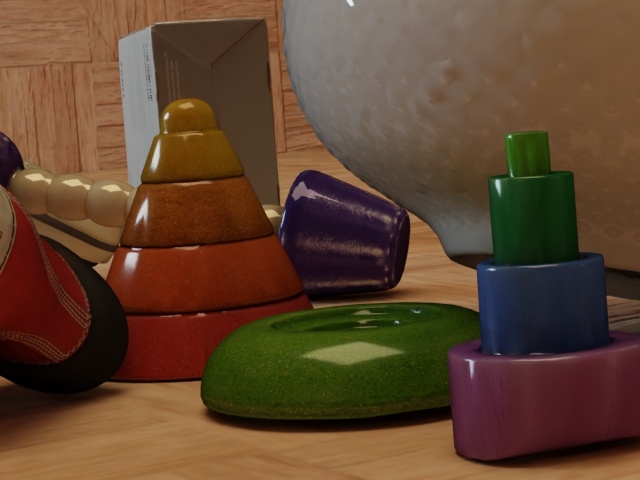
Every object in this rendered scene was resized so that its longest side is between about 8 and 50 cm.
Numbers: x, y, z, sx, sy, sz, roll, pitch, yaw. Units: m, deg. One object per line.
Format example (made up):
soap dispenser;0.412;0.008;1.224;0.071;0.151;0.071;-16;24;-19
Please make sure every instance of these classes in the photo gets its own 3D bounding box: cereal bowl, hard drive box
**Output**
cereal bowl;0.144;-0.049;0.742;0.339;0.141;0.339;9;-5;1
hard drive box;-0.100;-0.080;1.342;0.089;0.181;0.232;-5;6;-13

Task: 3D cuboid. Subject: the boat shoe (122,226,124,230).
boat shoe;-0.231;-0.004;1.394;0.142;0.049;0.040;-6;24;-5

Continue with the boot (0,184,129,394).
boot;-0.196;-0.020;0.732;0.244;0.088;0.176;34;-7;25

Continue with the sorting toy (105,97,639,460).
sorting toy;0.000;0.000;0.690;0.127;0.126;0.365;-7;5;-28

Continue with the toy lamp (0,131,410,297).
toy lamp;-0.083;-0.017;1.019;0.275;0.080;0.080;11;9;13

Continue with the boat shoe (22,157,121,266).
boat shoe;-0.385;-0.024;1.171;0.500;0.156;0.187;10;3;1
